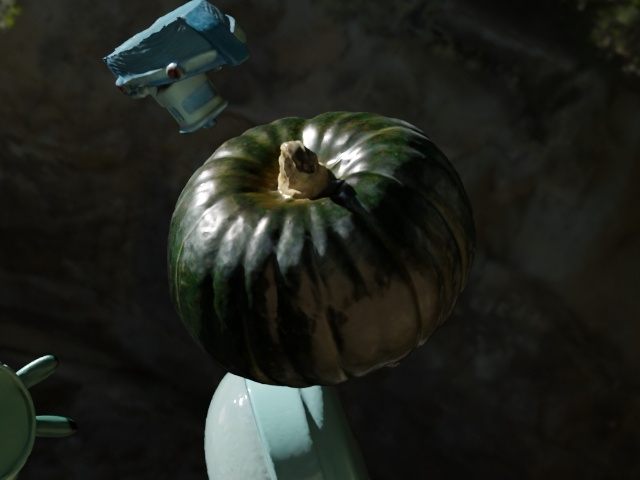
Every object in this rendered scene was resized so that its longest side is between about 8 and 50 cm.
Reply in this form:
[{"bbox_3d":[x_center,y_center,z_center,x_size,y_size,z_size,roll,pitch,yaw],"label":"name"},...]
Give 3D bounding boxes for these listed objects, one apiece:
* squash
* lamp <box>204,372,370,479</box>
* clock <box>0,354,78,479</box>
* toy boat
[{"bbox_3d":[0.000,0.004,1.083,0.218,0.218,0.172,-29,-70,-39],"label":"squash"},{"bbox_3d":[-0.017,0.157,1.244,0.209,0.147,0.284,77,-166,-68],"label":"lamp"},{"bbox_3d":[-0.224,0.116,1.000,0.135,0.041,0.101,-18,-86,-43],"label":"clock"},{"bbox_3d":[-0.112,-0.149,1.368,0.088,0.102,0.215,-42,14,-21],"label":"toy boat"}]
